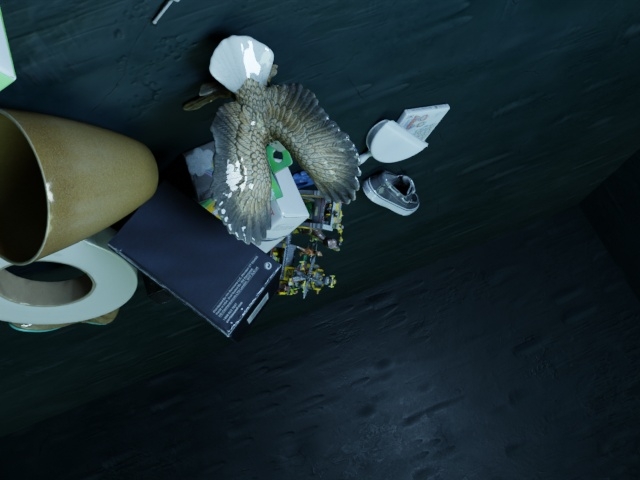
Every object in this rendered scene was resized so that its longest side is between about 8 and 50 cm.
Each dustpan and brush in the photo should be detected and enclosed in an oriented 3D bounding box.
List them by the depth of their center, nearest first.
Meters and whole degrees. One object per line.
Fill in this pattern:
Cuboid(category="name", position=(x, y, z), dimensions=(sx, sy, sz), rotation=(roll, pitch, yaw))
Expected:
Cuboid(category="dustpan and brush", position=(0.159, -0.243, 1.358), dimensions=(0.147, 0.060, 0.211), rotation=(24, 137, -32))

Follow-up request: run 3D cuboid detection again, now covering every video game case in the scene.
Cuboid(category="video game case", position=(0.250, -0.302, 1.371), dimensions=(0.143, 0.019, 0.157), rotation=(-14, 159, -26))

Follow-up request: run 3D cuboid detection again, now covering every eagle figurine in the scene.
Cuboid(category="eagle figurine", position=(-0.086, -0.176, 0.884), dimensions=(0.225, 0.299, 0.226), rotation=(-4, 154, -43))

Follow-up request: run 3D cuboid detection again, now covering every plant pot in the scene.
Cuboid(category="plant pot", position=(-0.411, -0.103, 0.866), dimensions=(0.237, 0.237, 0.254), rotation=(-36, 172, 33))

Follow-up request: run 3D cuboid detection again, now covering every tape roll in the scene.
Cuboid(category="tape roll", position=(-0.613, 0.072, 1.145), dimensions=(0.391, 0.072, 0.392), rotation=(-10, 147, -6))

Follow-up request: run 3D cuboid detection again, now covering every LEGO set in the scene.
Cuboid(category="LEGO set", position=(0.000, 0.000, 1.377), dimensions=(0.192, 0.332, 0.255), rotation=(6, 168, 33))

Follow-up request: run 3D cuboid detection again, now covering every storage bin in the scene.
Cuboid(category="storage bin", position=(-0.449, 0.119, 1.601), dimensions=(0.180, 0.085, 0.122), rotation=(-22, 162, -5))

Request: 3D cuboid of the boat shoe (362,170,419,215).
Cuboid(category="boat shoe", position=(0.255, -0.161, 1.642), dimensions=(0.102, 0.108, 0.301), rotation=(-33, 152, 30))

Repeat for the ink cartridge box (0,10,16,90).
Cuboid(category="ink cartridge box", position=(-0.477, -0.195, 0.531), dimensions=(0.272, 0.199, 0.114), rotation=(-28, 161, 12))

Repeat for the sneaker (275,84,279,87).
Cuboid(category="sneaker", position=(-0.085, -0.282, 1.025), dimensions=(0.035, 0.031, 0.083), rotation=(-14, 160, 16))

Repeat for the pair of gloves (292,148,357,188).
Cuboid(category="pair of gloves", position=(0.001, -0.195, 1.365), dimensions=(0.159, 0.023, 0.198), rotation=(-11, 162, -37))

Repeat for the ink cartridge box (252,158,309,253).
Cuboid(category="ink cartridge box", position=(-0.160, -0.071, 1.280), dimensions=(0.100, 0.172, 0.237), rotation=(-3, 153, -48))

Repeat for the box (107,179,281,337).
Cuboid(category="box", position=(-0.250, 0.059, 1.104), dimensions=(0.183, 0.294, 0.296), rotation=(-54, 177, -15))

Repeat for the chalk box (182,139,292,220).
Cuboid(category="chalk box", position=(-0.167, -0.151, 1.120), dimensions=(0.212, 0.133, 0.132), rotation=(-22, 161, -1))

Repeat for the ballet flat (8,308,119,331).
Cuboid(category="ballet flat", position=(-0.706, 0.183, 1.462), dimensions=(0.124, 0.116, 0.342), rotation=(-50, 155, 13))

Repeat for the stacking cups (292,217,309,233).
Cuboid(category="stacking cups", position=(-0.184, -0.045, 1.454), dimensions=(0.316, 0.096, 0.096), rotation=(-9, 157, -33))

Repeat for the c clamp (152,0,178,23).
Cuboid(category="c clamp", position=(-0.235, -0.354, 0.658), dimensions=(0.137, 0.022, 0.160), rotation=(-33, 160, 27))
